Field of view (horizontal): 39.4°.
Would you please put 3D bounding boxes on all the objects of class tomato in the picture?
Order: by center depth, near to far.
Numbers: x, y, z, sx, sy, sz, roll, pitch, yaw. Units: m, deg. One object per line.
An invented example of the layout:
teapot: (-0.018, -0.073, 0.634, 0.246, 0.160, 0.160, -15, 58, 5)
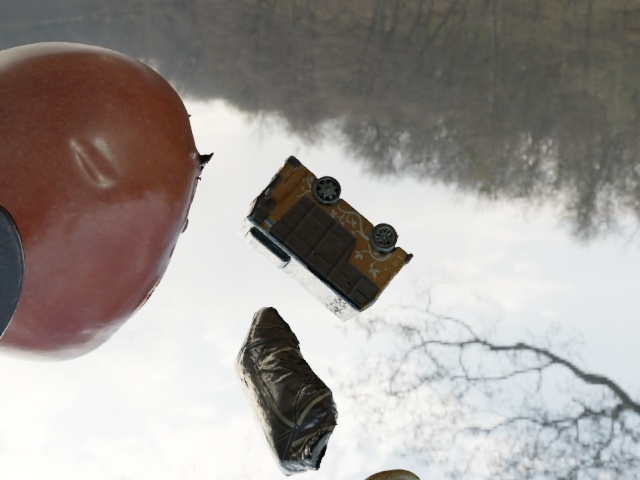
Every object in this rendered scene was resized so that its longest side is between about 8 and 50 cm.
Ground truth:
tomato: (-0.291, -0.050, 0.908, 0.273, 0.341, 0.341, 22, 173, -41)

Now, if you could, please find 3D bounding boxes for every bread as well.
bread: (0.075, 0.319, 1.090, 0.110, 0.110, 0.024, -10, -140, -15)

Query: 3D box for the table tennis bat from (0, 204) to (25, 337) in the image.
table tennis bat: (-0.257, 0.007, 0.580, 0.027, 0.236, 0.150, 23, -141, 24)

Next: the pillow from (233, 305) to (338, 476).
pillow: (-0.056, 0.230, 1.353, 0.093, 0.161, 0.335, 4, -155, -22)

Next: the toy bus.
toy bus: (0.000, 0.000, 1.545, 0.167, 0.275, 0.138, -50, -178, -20)
